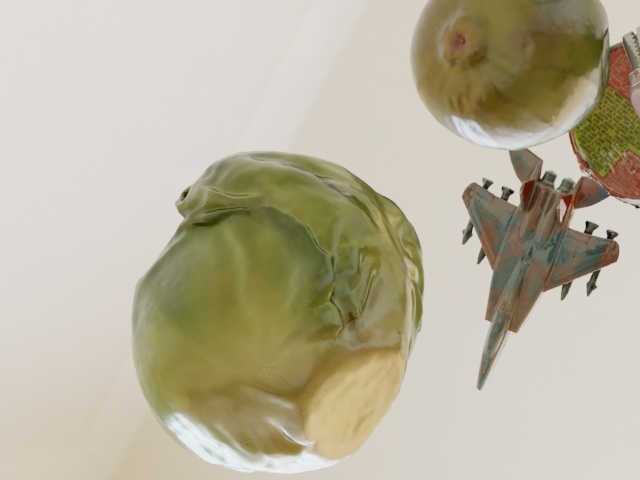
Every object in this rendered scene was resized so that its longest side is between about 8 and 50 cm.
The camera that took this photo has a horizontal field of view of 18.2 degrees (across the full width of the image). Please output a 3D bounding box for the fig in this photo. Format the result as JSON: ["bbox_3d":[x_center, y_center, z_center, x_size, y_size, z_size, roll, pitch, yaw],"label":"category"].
[{"bbox_3d":[0.211,-0.200,2.080,0.230,0.207,0.207,-18,-40,-37],"label":"fig"}]

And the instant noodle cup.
[{"bbox_3d":[0.382,-0.118,2.340,0.193,0.193,0.212,-47,-13,-2],"label":"instant noodle cup"}]

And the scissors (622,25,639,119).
[{"bbox_3d":[0.327,-0.147,1.972,0.030,0.242,0.118,-31,-60,18],"label":"scissors"}]

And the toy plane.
[{"bbox_3d":[0.264,0.046,2.612,0.104,0.223,0.326,-30,-40,-62],"label":"toy plane"}]

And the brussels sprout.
[{"bbox_3d":[-0.036,0.065,1.697,0.227,0.294,0.259,21,-70,-39],"label":"brussels sprout"}]
